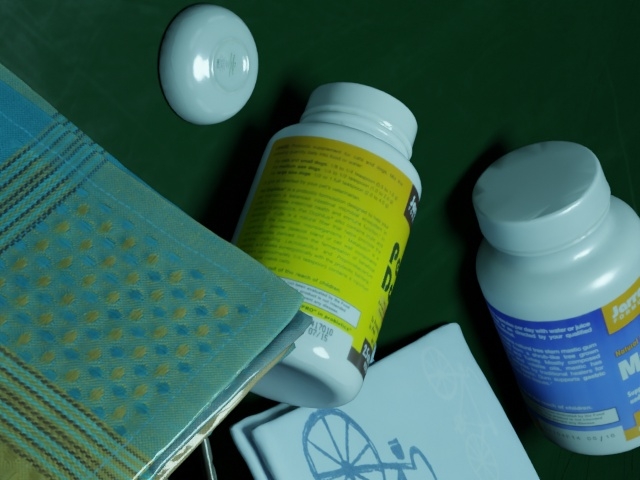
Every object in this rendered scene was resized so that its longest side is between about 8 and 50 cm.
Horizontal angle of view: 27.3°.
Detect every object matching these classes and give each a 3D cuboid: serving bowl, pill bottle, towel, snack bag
[{"bbox_3d":[-0.070,-0.119,0.897,0.083,0.027,0.083,-12,106,-47],"label":"serving bowl"},{"bbox_3d":[0.000,0.000,0.922,0.117,0.117,0.215,43,57,-45],"label":"pill bottle"},{"bbox_3d":[-0.217,0.072,0.620,0.370,0.271,0.040,-45,166,-33],"label":"towel"},{"bbox_3d":[0.228,0.051,1.183,0.152,0.152,0.272,-50,132,-31],"label":"pill bottle"},{"bbox_3d":[0.098,0.233,1.027,0.342,0.037,0.323,-22,82,-58],"label":"snack bag"}]

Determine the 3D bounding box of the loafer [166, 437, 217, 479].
[{"bbox_3d":[-0.106,0.088,0.852,0.096,0.084,0.267,-27,117,-44],"label":"loafer"}]
